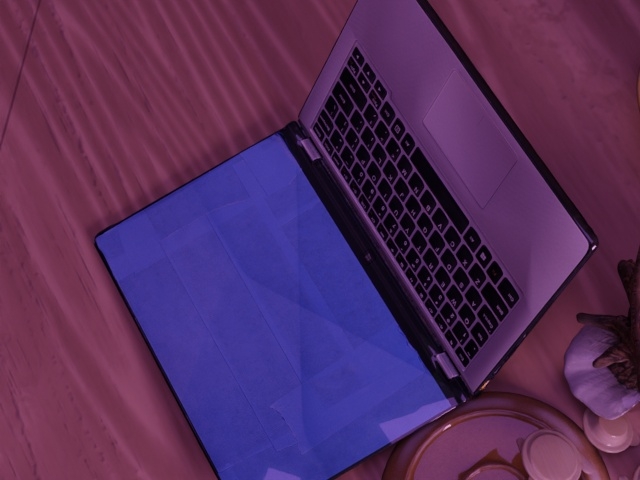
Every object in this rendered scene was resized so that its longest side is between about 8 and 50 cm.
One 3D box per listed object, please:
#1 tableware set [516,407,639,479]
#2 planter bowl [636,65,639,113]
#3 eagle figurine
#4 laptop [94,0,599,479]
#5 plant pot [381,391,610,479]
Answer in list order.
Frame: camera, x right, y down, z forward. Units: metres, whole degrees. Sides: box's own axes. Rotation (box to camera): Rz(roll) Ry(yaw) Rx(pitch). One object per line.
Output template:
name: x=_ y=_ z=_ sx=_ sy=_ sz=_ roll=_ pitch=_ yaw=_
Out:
tableware set: x=0.278 y=0.231 z=1.389 sx=0.168 sy=0.020 sz=0.141 roll=-20 pitch=67 yaw=-28
planter bowl: x=0.440 y=-0.138 z=1.497 sx=0.217 sy=0.090 sz=0.217 roll=-2 pitch=69 yaw=6
eagle figurine: x=0.411 y=0.117 z=1.374 sx=0.226 sy=0.298 sz=0.225 roll=-64 pitch=30 yaw=19
laptop: x=0.000 y=0.000 z=1.415 sx=0.236 sy=0.408 sz=0.382 roll=-14 pitch=60 yaw=-34
plant pot: x=0.175 y=0.262 z=1.411 sx=0.236 sy=0.032 sz=0.236 roll=-2 pitch=70 yaw=5
